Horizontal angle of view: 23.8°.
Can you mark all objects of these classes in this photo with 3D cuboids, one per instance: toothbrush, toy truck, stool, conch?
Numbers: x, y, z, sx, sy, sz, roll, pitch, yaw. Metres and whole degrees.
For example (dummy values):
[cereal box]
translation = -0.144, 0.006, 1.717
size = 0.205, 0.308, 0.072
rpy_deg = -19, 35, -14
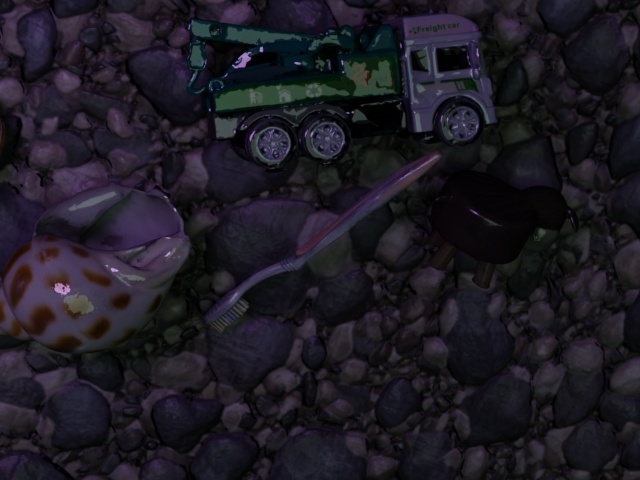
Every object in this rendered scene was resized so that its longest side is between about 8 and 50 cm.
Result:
[toothbrush]
translation = 0.000, 0.000, 1.861
size = 0.375, 0.028, 0.037
rpy_deg = -37, 115, 19
[toy truck]
translation = 0.023, -0.180, 1.793
size = 0.363, 0.176, 0.178
rpy_deg = -4, 98, -11
[stool]
translation = 0.223, -0.017, 1.912
size = 0.217, 0.125, 0.121
rpy_deg = 2, 124, -31
[conch]
translation = -0.286, 0.049, 1.801
size = 0.275, 0.182, 0.148
rpy_deg = -9, 141, -7

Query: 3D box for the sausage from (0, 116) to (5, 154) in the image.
[sausage]
translation = -0.426, -0.064, 1.781
size = 0.071, 0.071, 0.234
rpy_deg = 20, 101, -17
